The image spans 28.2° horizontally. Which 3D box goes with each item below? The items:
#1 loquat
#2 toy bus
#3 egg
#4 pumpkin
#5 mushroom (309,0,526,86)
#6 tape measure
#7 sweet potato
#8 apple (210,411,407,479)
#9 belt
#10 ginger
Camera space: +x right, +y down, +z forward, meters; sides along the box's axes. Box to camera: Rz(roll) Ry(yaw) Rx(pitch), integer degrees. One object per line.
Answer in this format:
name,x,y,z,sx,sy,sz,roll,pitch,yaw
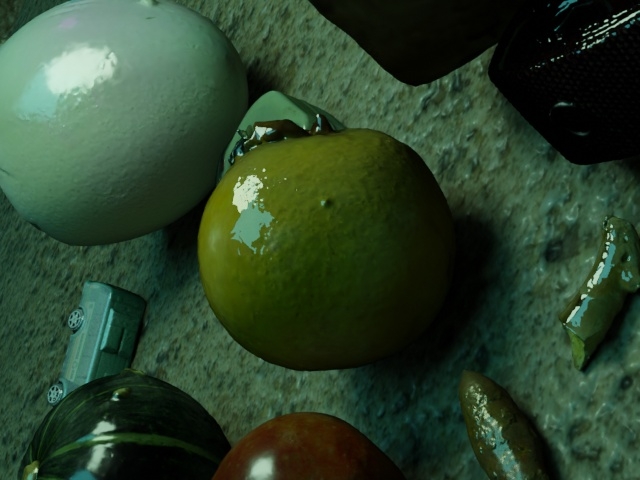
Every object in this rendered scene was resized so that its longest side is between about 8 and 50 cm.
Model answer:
loquat,0.000,0.000,1.306,0.275,0.274,0.275,-36,43,44
toy bus,-0.344,0.193,1.948,0.109,0.091,0.262,-2,72,47
egg,-0.255,-0.192,1.806,0.339,0.354,0.355,-18,54,28
pumpkin,-0.247,0.319,1.546,0.323,0.241,0.323,-34,45,42
mushroom,0.186,-0.317,1.165,0.397,0.313,0.224,-23,53,24
tape measure,-0.071,-0.070,1.628,0.235,0.115,0.207,-63,33,12
sweet potato,0.169,0.193,1.130,0.206,0.060,0.068,-110,11,-47
apple,-0.013,0.278,1.228,0.230,0.230,0.230,-36,43,44
belt,0.286,-0.162,1.060,0.184,0.164,0.289,-53,20,-26
ginger,0.243,0.048,1.109,0.137,0.044,0.057,-64,12,7
